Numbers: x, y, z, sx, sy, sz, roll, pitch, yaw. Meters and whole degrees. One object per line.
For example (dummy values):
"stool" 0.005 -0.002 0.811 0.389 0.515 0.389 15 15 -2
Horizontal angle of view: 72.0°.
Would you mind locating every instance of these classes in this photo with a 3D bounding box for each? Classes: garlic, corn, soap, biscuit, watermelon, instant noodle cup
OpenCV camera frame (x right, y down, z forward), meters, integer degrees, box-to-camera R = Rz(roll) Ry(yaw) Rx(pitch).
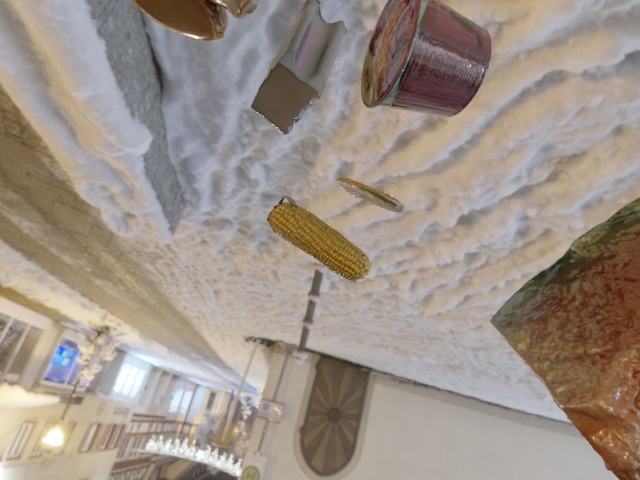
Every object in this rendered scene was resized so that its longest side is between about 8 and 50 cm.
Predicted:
"garlic" -0.288 -0.588 0.957 0.312 0.250 0.286 23 116 -23
"corn" 0.000 0.000 1.101 0.292 0.106 0.106 34 158 7
"soap" -0.067 -0.512 1.324 0.158 0.303 0.257 28 150 -16
"biscuit" 0.146 -0.131 1.282 0.219 0.033 0.220 25 -179 0
"watermelon" 0.350 0.079 0.517 0.151 0.264 0.302 46 -164 -4
"instant noodle cup" 0.204 -0.352 0.864 0.178 0.235 0.235 12 158 -17
